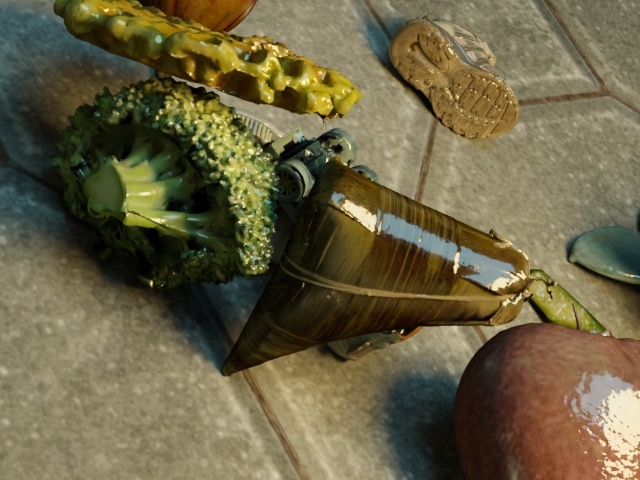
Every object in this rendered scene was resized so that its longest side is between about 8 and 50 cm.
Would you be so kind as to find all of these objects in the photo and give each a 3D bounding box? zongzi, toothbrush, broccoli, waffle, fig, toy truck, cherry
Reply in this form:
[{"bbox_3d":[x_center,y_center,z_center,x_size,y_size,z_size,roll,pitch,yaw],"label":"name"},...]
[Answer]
[{"bbox_3d":[0.062,0.071,1.815,0.248,0.241,0.111,22,26,-12],"label":"zongzi"},{"bbox_3d":[0.055,-0.050,2.090,0.375,0.028,0.037,27,48,-16],"label":"toothbrush"},{"bbox_3d":[-0.143,-0.048,1.800,0.176,0.198,0.226,11,40,-29],"label":"broccoli"},{"bbox_3d":[-0.109,-0.180,1.848,0.307,0.060,0.312,19,8,-2],"label":"waffle"},{"bbox_3d":[-0.136,-0.275,2.068,0.149,0.202,0.148,-8,22,-28],"label":"fig"},{"bbox_3d":[0.000,0.000,1.930,0.256,0.140,0.108,55,41,-2],"label":"toy truck"},{"bbox_3d":[0.257,0.210,1.878,0.261,0.221,0.307,11,61,-20],"label":"cherry"}]

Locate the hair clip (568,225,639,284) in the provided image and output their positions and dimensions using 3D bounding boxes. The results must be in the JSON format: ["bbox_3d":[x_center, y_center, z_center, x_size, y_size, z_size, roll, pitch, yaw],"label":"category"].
[{"bbox_3d":[0.505,0.029,2.221,0.318,0.238,0.392,-8,61,-40],"label":"hair clip"}]

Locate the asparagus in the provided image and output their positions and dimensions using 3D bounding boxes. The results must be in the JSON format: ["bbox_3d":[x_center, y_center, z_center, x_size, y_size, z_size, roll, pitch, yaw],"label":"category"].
[{"bbox_3d":[0.294,0.099,2.137,0.178,0.041,0.045,45,32,5],"label":"asparagus"}]

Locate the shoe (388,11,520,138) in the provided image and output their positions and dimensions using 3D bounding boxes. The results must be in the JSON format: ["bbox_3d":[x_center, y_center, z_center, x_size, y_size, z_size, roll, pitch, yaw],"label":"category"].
[{"bbox_3d":[0.164,-0.199,2.274,0.180,0.089,0.092,41,28,-4],"label":"shoe"}]
